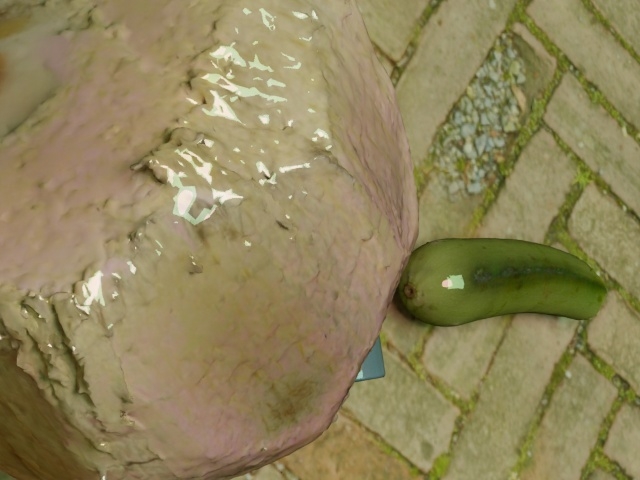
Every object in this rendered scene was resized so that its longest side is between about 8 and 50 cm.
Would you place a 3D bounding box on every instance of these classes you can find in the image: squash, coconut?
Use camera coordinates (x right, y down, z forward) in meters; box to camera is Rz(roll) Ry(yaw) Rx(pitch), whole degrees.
[{"bbox_3d":[0.171,0.040,1.416,0.250,0.083,0.083,2,80,-42],"label":"squash"},{"bbox_3d":[-0.128,-0.011,1.002,0.404,0.404,0.404,9,75,-38],"label":"coconut"}]

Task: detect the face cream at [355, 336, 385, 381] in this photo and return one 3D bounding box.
[{"bbox_3d":[0.000,0.000,1.280,0.077,0.077,0.250,-4,83,-40],"label":"face cream"}]
